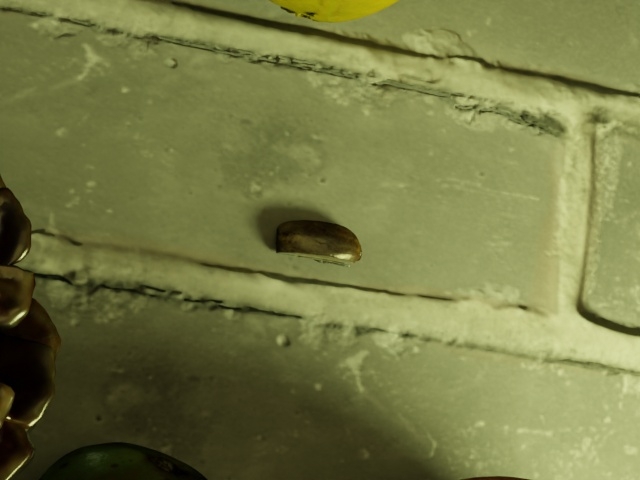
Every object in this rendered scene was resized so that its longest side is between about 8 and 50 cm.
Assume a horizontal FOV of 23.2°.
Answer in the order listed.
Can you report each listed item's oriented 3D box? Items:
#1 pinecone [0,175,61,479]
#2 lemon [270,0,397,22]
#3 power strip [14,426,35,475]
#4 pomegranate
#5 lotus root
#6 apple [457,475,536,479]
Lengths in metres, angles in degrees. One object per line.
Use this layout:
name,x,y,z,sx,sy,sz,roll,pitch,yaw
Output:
pinecone,-0.374,0.052,1.099,0.398,0.398,0.397,3,80,-15
lemon,0.003,-0.344,1.378,0.297,0.297,0.297,3,80,-15
power strip,-0.351,0.099,1.324,0.272,0.052,0.078,44,72,-6
pomegranate,-0.172,0.280,1.293,0.187,0.187,0.225,20,104,-12
lotus root,0.001,0.000,1.451,0.083,0.030,0.037,10,77,-15
apple,0.155,0.373,1.272,0.364,0.364,0.364,3,80,-15
